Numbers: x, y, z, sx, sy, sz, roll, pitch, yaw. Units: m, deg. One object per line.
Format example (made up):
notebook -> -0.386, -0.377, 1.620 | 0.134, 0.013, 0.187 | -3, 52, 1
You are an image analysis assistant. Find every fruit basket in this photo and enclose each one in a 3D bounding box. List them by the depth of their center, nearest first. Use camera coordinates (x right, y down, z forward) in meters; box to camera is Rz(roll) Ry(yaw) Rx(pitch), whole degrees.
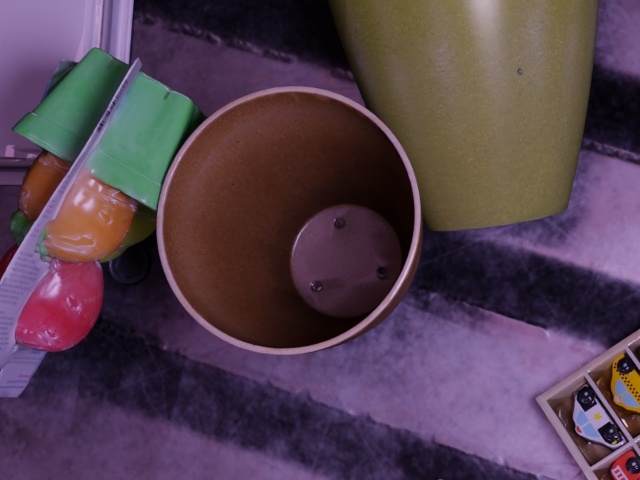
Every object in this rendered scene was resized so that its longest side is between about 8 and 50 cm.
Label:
fruit basket -> -0.248, -0.006, 1.642 | 0.165, 0.327, 0.353 | 36, 90, 6

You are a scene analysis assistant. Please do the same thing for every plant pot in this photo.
plant pot -> 0.000, 0.000, 1.618 | 0.237, 0.254, 0.237 | -2, 81, 14
plant pot -> 0.148, -0.164, 1.628 | 0.274, 0.275, 0.294 | -8, 95, 12

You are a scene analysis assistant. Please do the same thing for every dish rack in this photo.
dish rack -> -0.343, -0.228, 1.835 | 0.285, 0.072, 0.333 | 1, 82, 13

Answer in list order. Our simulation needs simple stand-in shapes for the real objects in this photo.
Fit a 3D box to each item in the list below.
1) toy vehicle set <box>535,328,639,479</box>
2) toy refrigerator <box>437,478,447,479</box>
toy vehicle set -> 0.336, 0.205, 1.576 | 0.166, 0.035, 0.267 | -35, 57, 6
toy refrigerator -> 0.219, 0.298, 1.542 | 0.269, 0.094, 0.102 | 11, 86, 45
